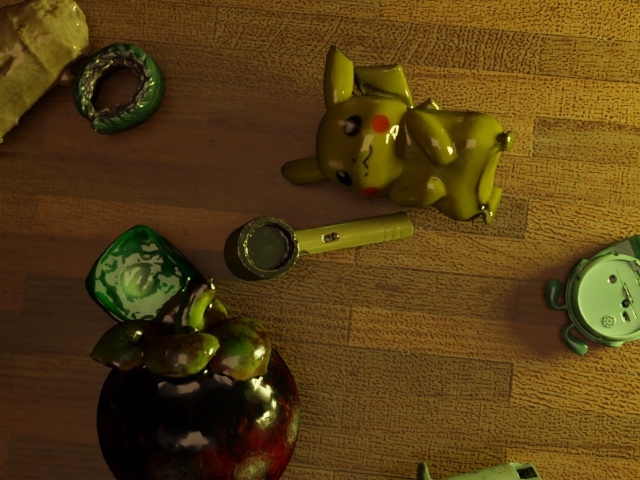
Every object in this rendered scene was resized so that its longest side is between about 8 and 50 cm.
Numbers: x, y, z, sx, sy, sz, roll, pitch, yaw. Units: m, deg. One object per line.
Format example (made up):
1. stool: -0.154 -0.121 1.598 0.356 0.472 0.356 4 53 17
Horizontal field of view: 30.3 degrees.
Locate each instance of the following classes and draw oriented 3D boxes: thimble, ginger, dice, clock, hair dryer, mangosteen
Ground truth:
1. thimble: -0.305 -0.230 1.781 0.135 0.090 0.118 -35 87 2
2. ginger: -0.493 -0.231 1.773 0.190 0.126 0.354 37 88 -1
3. dice: -0.260 0.061 1.752 0.131 0.120 0.128 42 92 6
4. clock: 0.435 0.086 1.744 0.188 0.060 0.148 -25 87 3
5. hair dryer: 0.000 0.000 1.753 0.279 0.135 0.090 -10 87 -15
6. mangosteen: -0.169 0.233 1.654 0.311 0.311 0.311 0 87 3

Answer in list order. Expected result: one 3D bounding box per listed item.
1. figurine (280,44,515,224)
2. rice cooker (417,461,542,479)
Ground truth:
1. figurine: 0.117 -0.145 1.715 0.327 0.169 0.218 11 111 -3
2. rice cooker: 0.195 0.451 1.640 0.317 0.264 0.316 -1 103 -4
